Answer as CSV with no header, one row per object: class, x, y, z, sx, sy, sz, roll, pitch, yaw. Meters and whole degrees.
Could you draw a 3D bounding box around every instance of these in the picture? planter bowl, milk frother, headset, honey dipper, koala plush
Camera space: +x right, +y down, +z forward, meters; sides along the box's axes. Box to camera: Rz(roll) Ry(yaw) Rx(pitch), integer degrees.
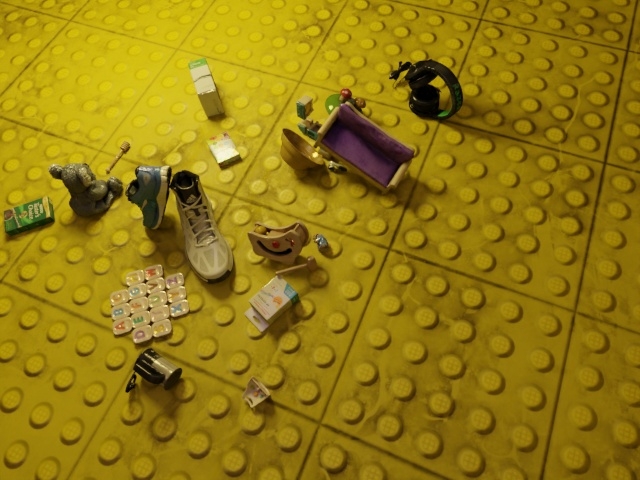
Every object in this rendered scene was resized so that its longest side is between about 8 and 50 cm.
planter bowl,-0.096,-0.349,1.916,0.090,0.217,0.217,-46,64,21
milk frother,-0.561,0.459,1.571,0.135,0.129,0.143,28,111,17
headset,0.447,-0.661,1.990,0.185,0.243,0.394,-40,47,-16
honey dipper,-0.878,-0.360,2.040,0.031,0.030,0.160,22,71,14
koala plush,-0.939,-0.222,1.863,0.197,0.221,0.203,14,65,11

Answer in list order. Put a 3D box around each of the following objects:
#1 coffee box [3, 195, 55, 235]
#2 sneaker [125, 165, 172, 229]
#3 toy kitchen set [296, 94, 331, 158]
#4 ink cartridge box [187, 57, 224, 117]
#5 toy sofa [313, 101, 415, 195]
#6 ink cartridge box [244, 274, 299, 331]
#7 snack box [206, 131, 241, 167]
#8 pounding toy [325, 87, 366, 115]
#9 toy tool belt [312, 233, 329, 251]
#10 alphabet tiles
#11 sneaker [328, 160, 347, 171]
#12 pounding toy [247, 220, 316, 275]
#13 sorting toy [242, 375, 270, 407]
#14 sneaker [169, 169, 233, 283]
coffee box,-1.183,-0.101,1.921,0.184,0.040,0.113,-19,63,-6
sneaker,-0.645,-0.168,1.764,0.147,0.329,0.129,12,49,-15
toy kitchen set,-0.014,-0.470,1.948,0.207,0.166,0.122,31,64,18
ink cartridge box,-0.508,-0.678,2.104,0.087,0.153,0.208,-19,62,-5
toy sofa,0.167,-0.349,1.813,0.363,0.177,0.150,35,69,-4
ink cartridge box,-0.178,0.222,1.671,0.181,0.061,0.104,-42,67,-16
snack box,-0.414,-0.389,2.013,0.100,0.037,0.141,-27,65,-8
pounding toy,0.134,-0.551,1.975,0.183,0.110,0.236,-13,65,-39
toy tool belt,0.000,0.000,1.777,0.052,0.051,0.083,-24,64,-8
alphabet tiles,-0.627,0.227,1.725,0.278,0.021,0.283,-16,63,-4
sneaker,0.069,-0.295,1.939,0.083,0.031,0.035,22,80,19
pounding toy,-0.139,0.020,1.694,0.270,0.154,0.154,16,38,12
sorting toy,-0.215,0.503,1.545,0.083,0.045,0.075,41,80,21
sneaker,-0.463,-0.068,1.730,0.169,0.257,0.447,-22,64,-7
